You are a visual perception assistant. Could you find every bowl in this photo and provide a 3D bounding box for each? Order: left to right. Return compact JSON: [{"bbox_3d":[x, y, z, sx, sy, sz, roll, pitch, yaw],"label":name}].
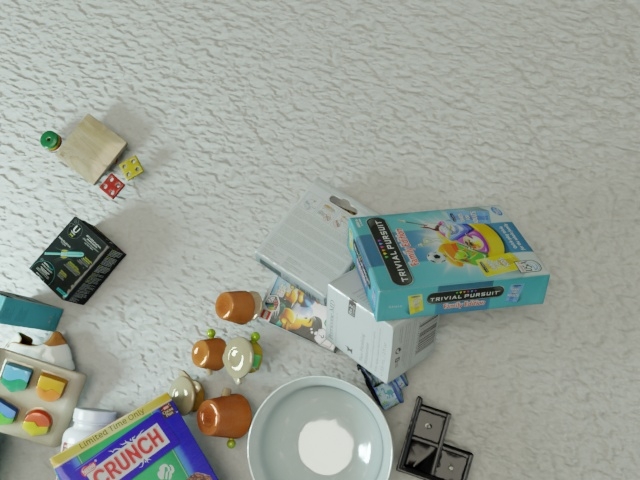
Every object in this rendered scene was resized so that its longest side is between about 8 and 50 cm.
[{"bbox_3d":[0.006,0.430,1.506,0.298,0.134,0.298,-2,78,8],"label":"bowl"}]

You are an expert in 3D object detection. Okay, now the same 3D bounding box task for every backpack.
[{"bbox_3d":[0.138,0.294,1.526,0.084,0.105,0.114,-26,81,4],"label":"backpack"}]

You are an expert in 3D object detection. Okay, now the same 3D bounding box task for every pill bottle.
[{"bbox_3d":[-0.509,0.480,1.585,0.121,0.121,0.216,6,80,10],"label":"pill bottle"}]

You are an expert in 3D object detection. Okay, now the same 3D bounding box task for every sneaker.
[{"bbox_3d":[-0.719,0.282,1.667,0.290,0.106,0.123,-16,84,-6],"label":"sneaker"}]

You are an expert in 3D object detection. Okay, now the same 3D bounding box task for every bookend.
[{"bbox_3d":[0.254,0.423,1.499,0.157,0.072,0.156,17,82,11],"label":"bookend"}]

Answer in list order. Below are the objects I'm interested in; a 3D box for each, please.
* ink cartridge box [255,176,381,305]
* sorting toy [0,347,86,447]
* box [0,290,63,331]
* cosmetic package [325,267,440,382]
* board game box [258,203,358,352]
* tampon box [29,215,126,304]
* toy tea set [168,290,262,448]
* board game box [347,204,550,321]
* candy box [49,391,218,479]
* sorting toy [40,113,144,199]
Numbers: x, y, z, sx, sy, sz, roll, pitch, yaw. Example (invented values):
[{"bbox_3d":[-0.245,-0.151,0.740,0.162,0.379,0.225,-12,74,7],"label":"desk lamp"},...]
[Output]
[{"bbox_3d":[0.000,0.000,1.589,0.189,0.066,0.232,32,65,14],"label":"ink cartridge box"},{"bbox_3d":[-0.650,0.355,1.607,0.208,0.038,0.193,20,100,-16],"label":"sorting toy"},{"bbox_3d":[-0.683,0.153,1.612,0.100,0.244,0.060,17,82,12],"label":"box"},{"bbox_3d":[0.125,0.158,1.476,0.151,0.151,0.183,-25,42,-36],"label":"cosmetic package"},{"bbox_3d":[0.006,0.072,1.617,0.193,0.053,0.305,22,83,12],"label":"board game box"},{"bbox_3d":[-0.562,0.049,1.687,0.120,0.101,0.161,40,87,13],"label":"tampon box"},{"bbox_3d":[-0.189,0.274,1.574,0.200,0.124,0.336,36,105,39],"label":"toy tea set"},{"bbox_3d":[0.245,0.037,1.452,0.336,0.079,0.254,-5,35,-10],"label":"board game box"},{"bbox_3d":[-0.358,0.516,1.485,0.268,0.122,0.317,-28,80,-28],"label":"candy box"},{"bbox_3d":[-0.544,-0.212,1.763,0.274,0.046,0.132,36,86,14],"label":"sorting toy"}]
